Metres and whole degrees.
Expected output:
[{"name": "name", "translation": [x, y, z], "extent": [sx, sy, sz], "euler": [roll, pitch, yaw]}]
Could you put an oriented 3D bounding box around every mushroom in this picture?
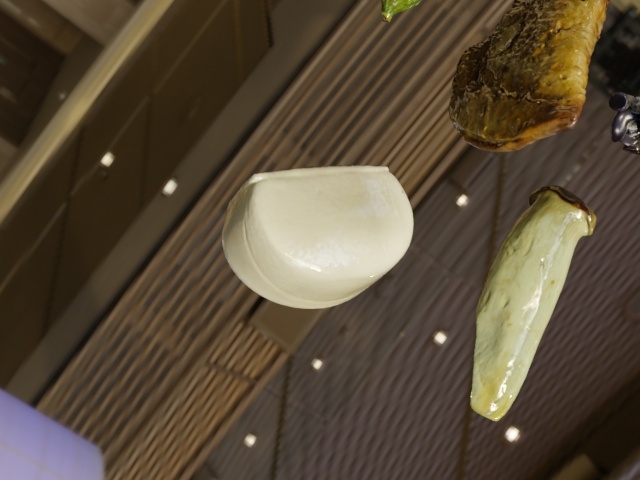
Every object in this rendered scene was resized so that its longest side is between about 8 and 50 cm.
[{"name": "mushroom", "translation": [0.273, 0.080, 1.536], "extent": [0.107, 0.087, 0.333], "euler": [21, -96, 40]}]

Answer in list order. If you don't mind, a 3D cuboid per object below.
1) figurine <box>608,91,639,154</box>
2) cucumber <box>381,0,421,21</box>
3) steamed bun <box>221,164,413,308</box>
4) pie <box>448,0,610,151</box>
[{"name": "figurine", "translation": [0.663, -0.223, 2.077], "extent": [0.222, 0.145, 0.145], "euler": [8, -120, 38]}, {"name": "cucumber", "translation": [0.178, -0.495, 1.987], "extent": [0.244, 0.134, 0.134], "euler": [-56, -159, 0]}, {"name": "steamed bun", "translation": [0.000, 0.000, 1.500], "extent": [0.146, 0.241, 0.164], "euler": [-44, -123, 56]}, {"name": "pie", "translation": [0.103, -0.093, 0.535], "extent": [0.092, 0.034, 0.170], "euler": [-20, -149, 43]}]
